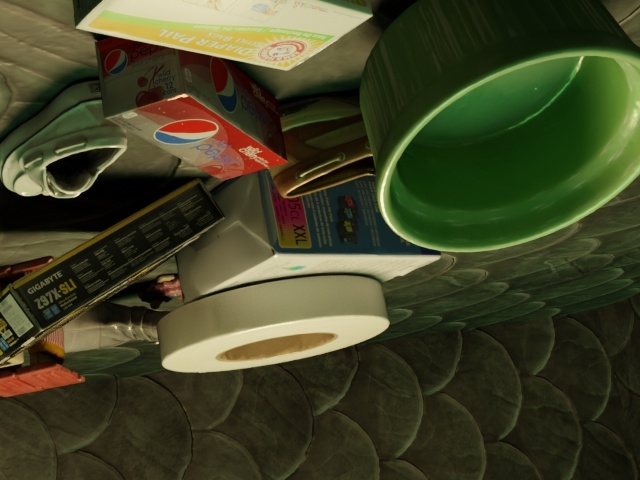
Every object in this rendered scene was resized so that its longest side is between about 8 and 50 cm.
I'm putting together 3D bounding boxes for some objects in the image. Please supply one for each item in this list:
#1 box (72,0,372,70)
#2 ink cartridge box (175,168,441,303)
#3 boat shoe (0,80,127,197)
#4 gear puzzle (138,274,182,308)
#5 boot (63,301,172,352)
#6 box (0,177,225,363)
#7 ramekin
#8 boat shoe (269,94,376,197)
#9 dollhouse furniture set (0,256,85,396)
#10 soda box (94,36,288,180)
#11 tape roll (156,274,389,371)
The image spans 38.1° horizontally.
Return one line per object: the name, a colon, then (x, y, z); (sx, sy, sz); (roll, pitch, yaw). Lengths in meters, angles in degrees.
box: (-0.073, -0.209, 0.682); (0.203, 0.114, 0.103); (1, 162, -45)
ink cartridge box: (0.000, 0.000, 1.486); (0.395, 0.151, 0.270); (4, 160, -38)
boat shoe: (-0.294, -0.090, 1.040); (0.095, 0.084, 0.258); (-2, 163, -36)
gear puzzle: (-0.205, 0.105, 1.970); (0.339, 0.044, 0.175); (-3, 164, -30)
boot: (-0.397, 0.161, 1.792); (0.223, 0.118, 0.338); (3, -178, 7)
box: (-0.322, 0.049, 1.317); (0.322, 0.079, 0.257); (-35, -179, -37)
ramekin: (0.186, -0.134, 0.956); (0.303, 0.148, 0.303); (-11, 146, -8)
boat shoe: (0.088, -0.121, 1.144); (0.324, 0.120, 0.122); (-12, 166, 2)
dollhouse furniture set: (-0.518, 0.110, 1.456); (0.152, 0.201, 0.374); (-12, 160, 5)
soda box: (-0.125, -0.140, 0.978); (0.092, 0.083, 0.263); (-15, 166, 16)
tape roll: (-0.079, 0.146, 1.552); (0.392, 0.072, 0.392); (-11, 165, -3)
